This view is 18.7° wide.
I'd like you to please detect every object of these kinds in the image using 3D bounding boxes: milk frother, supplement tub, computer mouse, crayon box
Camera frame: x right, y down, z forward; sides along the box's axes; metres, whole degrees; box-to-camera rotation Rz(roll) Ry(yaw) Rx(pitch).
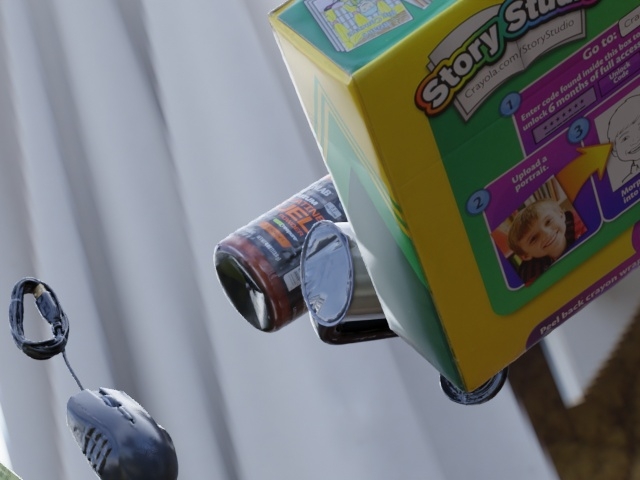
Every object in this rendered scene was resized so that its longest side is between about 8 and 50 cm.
[{"bbox_3d":[0.070,0.057,1.543,0.134,0.143,0.129,-4,-56,-29],"label":"milk frother"},{"bbox_3d":[0.000,0.000,1.898,0.198,0.106,0.106,-33,-15,-25],"label":"supplement tub"},{"bbox_3d":[-0.180,0.108,1.526,0.071,0.242,0.041,-11,-42,-36],"label":"computer mouse"},{"bbox_3d":[0.175,-0.118,1.333,0.363,0.106,0.313,-36,-45,-14],"label":"crayon box"}]

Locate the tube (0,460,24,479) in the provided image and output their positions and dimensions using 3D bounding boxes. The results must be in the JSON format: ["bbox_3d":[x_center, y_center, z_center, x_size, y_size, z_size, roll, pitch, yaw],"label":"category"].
[{"bbox_3d":[-0.125,0.195,1.061,0.062,0.240,0.070,-45,11,28],"label":"tube"}]
